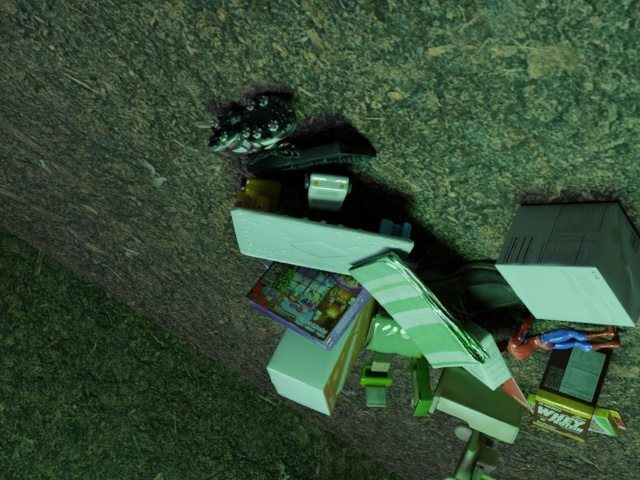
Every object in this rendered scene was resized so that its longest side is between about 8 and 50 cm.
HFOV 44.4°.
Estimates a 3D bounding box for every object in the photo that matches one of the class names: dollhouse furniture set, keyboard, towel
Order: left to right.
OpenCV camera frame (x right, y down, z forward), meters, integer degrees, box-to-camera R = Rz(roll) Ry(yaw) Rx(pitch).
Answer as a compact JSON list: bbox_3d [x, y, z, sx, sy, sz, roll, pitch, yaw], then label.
[{"bbox_3d":[-0.052,-0.167,1.645,0.202,0.033,0.317,6,172,-39],"label":"keyboard"},{"bbox_3d":[0.225,0.355,2.204,0.198,0.151,0.301,3,140,-5],"label":"dollhouse furniture set"},{"bbox_3d":[0.216,0.167,1.795,0.325,0.038,0.248,47,159,-6],"label":"towel"},{"bbox_3d":[0.432,0.601,2.392,0.257,0.362,0.394,21,127,11],"label":"dollhouse furniture set"}]

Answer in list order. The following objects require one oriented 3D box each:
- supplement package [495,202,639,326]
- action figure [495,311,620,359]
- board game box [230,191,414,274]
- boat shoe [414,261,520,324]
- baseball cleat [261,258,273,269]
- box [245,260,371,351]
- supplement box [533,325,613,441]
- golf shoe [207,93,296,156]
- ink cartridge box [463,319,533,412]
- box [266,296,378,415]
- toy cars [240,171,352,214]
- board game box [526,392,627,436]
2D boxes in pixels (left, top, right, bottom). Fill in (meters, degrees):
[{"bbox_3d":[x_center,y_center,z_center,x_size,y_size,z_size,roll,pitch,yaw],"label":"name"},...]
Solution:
[{"bbox_3d":[0.480,0.044,1.477,0.203,0.149,0.194,0,144,45],"label":"supplement package"},{"bbox_3d":[0.538,0.202,1.822,0.281,0.139,0.091,-14,134,25],"label":"action figure"},{"bbox_3d":[0.000,0.000,1.818,0.390,0.050,0.390,10,165,0],"label":"board game box"},{"bbox_3d":[0.331,0.143,1.843,0.132,0.130,0.355,40,153,-22],"label":"boat shoe"},{"bbox_3d":[-0.142,0.049,2.243,0.109,0.072,0.205,32,155,26],"label":"baseball cleat"},{"bbox_3d":[-0.031,0.142,2.063,0.293,0.201,0.057,25,158,36],"label":"box"},{"bbox_3d":[0.605,0.346,1.882,0.129,0.194,0.191,17,153,22],"label":"supplement box"},{"bbox_3d":[-0.121,-0.233,1.648,0.120,0.105,0.273,21,166,-37],"label":"golf shoe"},{"bbox_3d":[0.377,0.293,1.951,0.261,0.066,0.296,59,172,-21],"label":"ink cartridge box"},{"bbox_3d":[0.014,0.267,2.152,0.168,0.345,0.215,20,155,17],"label":"box"},{"bbox_3d":[-0.063,-0.093,1.771,0.177,0.087,0.394,11,173,-44],"label":"toy cars"},{"bbox_3d":[0.735,0.501,2.250,0.260,0.039,0.124,3,146,38],"label":"board game box"}]
